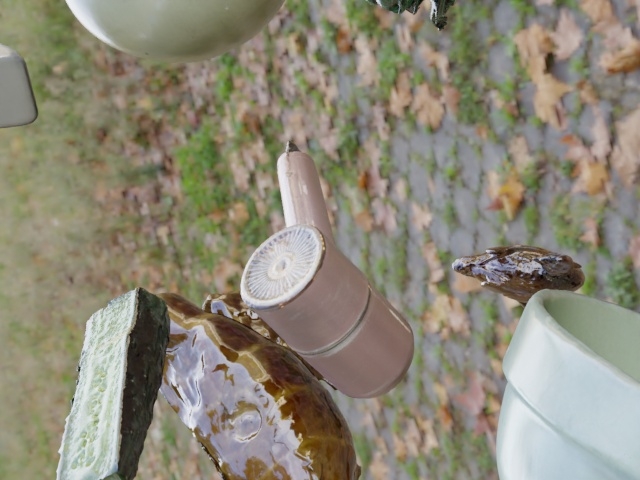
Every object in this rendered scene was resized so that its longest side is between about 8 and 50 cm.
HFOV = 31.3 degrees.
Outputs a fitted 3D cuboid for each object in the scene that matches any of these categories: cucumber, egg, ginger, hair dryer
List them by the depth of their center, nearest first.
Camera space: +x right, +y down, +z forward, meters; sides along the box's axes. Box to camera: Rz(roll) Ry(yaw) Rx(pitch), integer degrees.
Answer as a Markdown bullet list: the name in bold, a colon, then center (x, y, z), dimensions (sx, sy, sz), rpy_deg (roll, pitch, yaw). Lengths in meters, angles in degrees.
- **cucumber**: center (-0.162, 0.136, 0.938), dimensions (0.062, 0.078, 0.211), rpy_deg (43, -154, -31)
- **egg**: center (-0.151, -0.294, 1.186), dimensions (0.269, 0.219, 0.219), rpy_deg (10, 120, 28)
- **hair dryer**: center (0.000, 0.000, 1.255), dimensions (0.189, 0.106, 0.344), rpy_deg (45, -158, -36)
- **ginger**: center (-0.066, 0.212, 1.502), dimensions (0.418, 0.254, 0.176), rpy_deg (45, 117, 38)

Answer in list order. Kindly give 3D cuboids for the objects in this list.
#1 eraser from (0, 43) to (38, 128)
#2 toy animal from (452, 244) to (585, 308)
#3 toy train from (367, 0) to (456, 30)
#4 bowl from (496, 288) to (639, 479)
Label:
- **eraser**: center (-0.452, -0.139, 1.092), dimensions (0.061, 0.351, 0.089), rpy_deg (-103, 8, -46)
- **toy animal**: center (0.279, 0.041, 1.607), dimensions (0.179, 0.188, 0.089), rpy_deg (65, -147, -75)
- **toy train**: center (0.148, -0.389, 1.370), dimensions (0.120, 0.301, 0.202), rpy_deg (25, 133, 12)
- **bowl**: center (0.242, 0.164, 0.713), dimensions (0.307, 0.307, 0.163), rpy_deg (37, 106, 58)
